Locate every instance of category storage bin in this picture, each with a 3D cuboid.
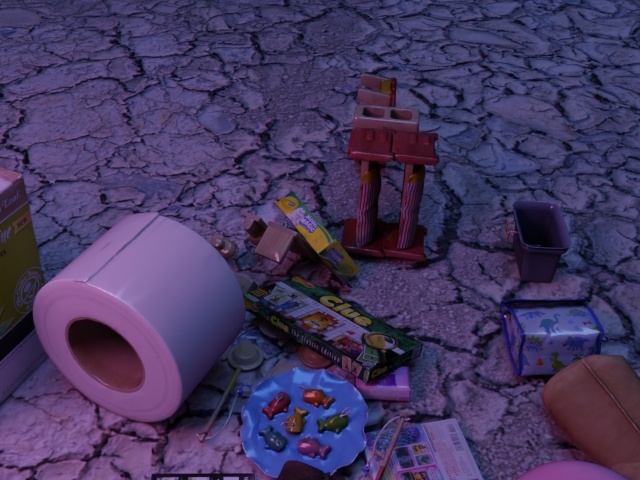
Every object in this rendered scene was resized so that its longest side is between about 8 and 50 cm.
[{"bbox_3d":[0.367,0.006,1.492,0.098,0.091,0.135,3,37,0],"label":"storage bin"}]

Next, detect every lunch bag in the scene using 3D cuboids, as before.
[{"bbox_3d":[0.353,0.135,1.333,0.128,0.096,0.151,0,24,1],"label":"lunch bag"}]

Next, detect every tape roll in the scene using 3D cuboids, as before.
[{"bbox_3d":[-0.250,0.108,1.203,0.246,0.246,0.169,18,42,19],"label":"tape roll"}]

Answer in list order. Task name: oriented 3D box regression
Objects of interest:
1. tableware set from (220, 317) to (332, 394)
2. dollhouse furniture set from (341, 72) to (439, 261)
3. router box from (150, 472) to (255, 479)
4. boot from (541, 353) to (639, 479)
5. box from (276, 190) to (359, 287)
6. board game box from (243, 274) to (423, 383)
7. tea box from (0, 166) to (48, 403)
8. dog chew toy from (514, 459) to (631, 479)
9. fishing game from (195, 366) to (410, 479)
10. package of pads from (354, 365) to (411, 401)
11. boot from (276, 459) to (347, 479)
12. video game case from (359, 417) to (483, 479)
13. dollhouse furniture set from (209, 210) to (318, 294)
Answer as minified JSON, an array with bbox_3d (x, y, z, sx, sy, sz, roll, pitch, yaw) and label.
[{"bbox_3d":[-0.057,0.172,1.313,0.168,0.020,0.141,32,47,30],"label":"tableware set"},{"bbox_3d":[0.132,-0.147,1.600,0.152,0.201,0.374,5,32,4],"label":"dollhouse furniture set"},{"bbox_3d":[-0.145,0.365,1.038,0.133,0.046,0.179,1,38,-4],"label":"router box"},{"bbox_3d":[0.436,0.221,1.116,0.236,0.089,0.269,-27,23,4],"label":"boot"},{"bbox_3d":[0.000,0.000,1.465,0.043,0.105,0.179,-39,48,0],"label":"box"},{"bbox_3d":[0.015,0.129,1.324,0.259,0.030,0.136,27,26,33],"label":"board game box"},{"bbox_3d":[-0.582,0.049,1.194,0.328,0.324,0.220,17,40,17],"label":"tea box"},{"bbox_3d":[0.238,0.394,0.911,0.206,0.207,0.332,27,52,28],"label":"dog chew toy"},{"bbox_3d":[-0.020,0.242,1.182,0.264,0.041,0.189,16,46,19],"label":"fishing game"},{"bbox_3d":[0.091,0.209,1.264,0.083,0.032,0.050,3,34,-1],"label":"package of pads"},{"bbox_3d":[-0.064,0.330,1.017,0.248,0.090,0.207,24,22,-1],"label":"boot"},{"bbox_3d":[0.139,0.311,1.148,0.143,0.019,0.157,-7,40,-11],"label":"video game case"},{"bbox_3d":[-0.115,0.048,1.462,0.144,0.123,0.151,23,77,25],"label":"dollhouse furniture set"}]
